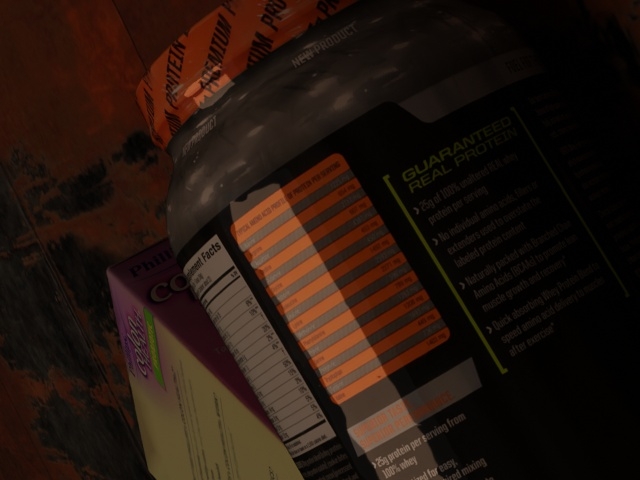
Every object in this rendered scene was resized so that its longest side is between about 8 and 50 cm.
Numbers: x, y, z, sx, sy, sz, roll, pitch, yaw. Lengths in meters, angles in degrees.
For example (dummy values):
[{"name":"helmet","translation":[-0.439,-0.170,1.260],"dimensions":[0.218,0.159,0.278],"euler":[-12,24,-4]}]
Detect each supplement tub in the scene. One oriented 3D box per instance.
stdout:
[{"name":"supplement tub","translation":[0.058,0.031,0.649],"dimensions":[0.316,0.193,0.193],"euler":[60,155,5]}]

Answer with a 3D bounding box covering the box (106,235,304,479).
[{"name":"box","translation":[-0.025,0.133,0.996],"dimensions":[0.243,0.117,0.214],"euler":[38,146,40]}]
